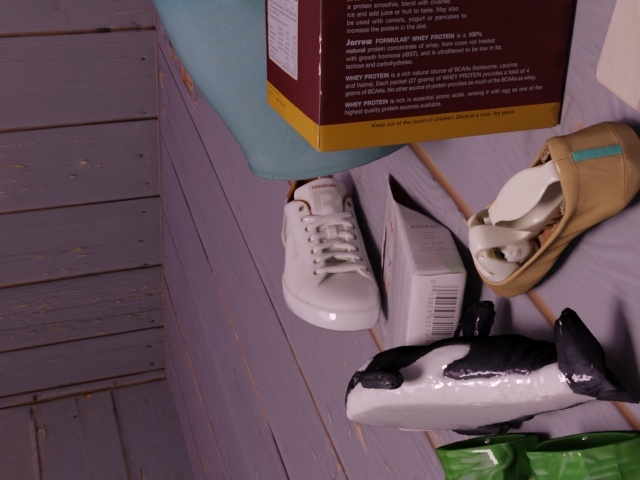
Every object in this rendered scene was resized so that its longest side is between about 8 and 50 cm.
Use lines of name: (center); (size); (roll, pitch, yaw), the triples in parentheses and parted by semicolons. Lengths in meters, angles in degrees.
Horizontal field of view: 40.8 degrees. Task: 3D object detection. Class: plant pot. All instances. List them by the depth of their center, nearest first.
plant pot: (-0.013, -0.203, 0.793); (0.271, 0.271, 0.255); (-141, 31, -65)

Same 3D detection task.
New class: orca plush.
orca plush: (0.119, 0.088, 0.700); (0.287, 0.151, 0.102); (136, 147, -62)

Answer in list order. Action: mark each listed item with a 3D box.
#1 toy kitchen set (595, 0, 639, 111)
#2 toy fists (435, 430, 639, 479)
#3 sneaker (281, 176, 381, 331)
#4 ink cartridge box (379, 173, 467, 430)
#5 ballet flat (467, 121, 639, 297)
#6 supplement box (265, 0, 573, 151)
toy kitchen set: (0.217, -0.118, 0.298); (0.166, 0.122, 0.207); (-119, 27, -49)
toy fists: (0.165, 0.224, 0.648); (0.279, 0.096, 0.142); (142, 118, -68)
sneaker: (0.000, 0.000, 1.025); (0.290, 0.105, 0.123); (-119, 28, -61)
ink cartridge box: (0.098, 0.056, 0.892); (0.225, 0.056, 0.181); (-91, 3, -62)
ballet flat: (0.148, -0.017, 0.634); (0.232, 0.073, 0.080); (117, 142, -61)
supplement box: (0.068, -0.184, 0.618); (0.129, 0.191, 0.194); (-129, 35, -58)
